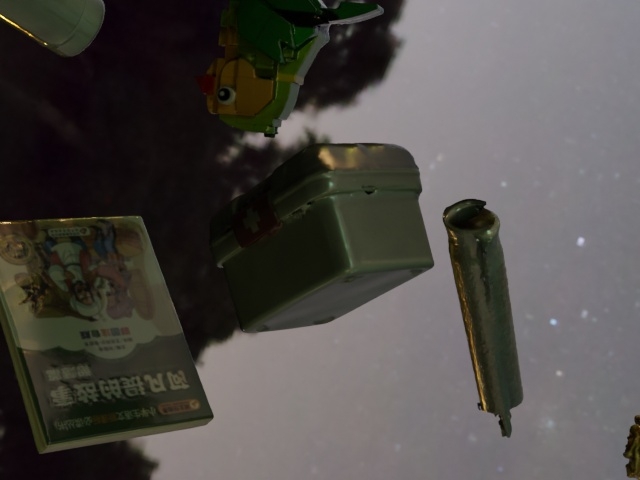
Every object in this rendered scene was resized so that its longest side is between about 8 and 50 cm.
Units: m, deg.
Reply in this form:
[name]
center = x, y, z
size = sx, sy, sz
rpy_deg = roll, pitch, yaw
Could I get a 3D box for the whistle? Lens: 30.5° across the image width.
[whistle]
center = 0.183, 0.094, 1.286
size = 0.068, 0.057, 0.326
rpy_deg = -85, 165, -48

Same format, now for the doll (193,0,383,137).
[doll]
center = -0.044, -0.194, 1.193
size = 0.186, 0.134, 0.106
rpy_deg = -56, 174, 10

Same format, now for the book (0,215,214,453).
[book]
center = -0.244, 0.091, 1.268
size = 0.027, 0.202, 0.264
rpy_deg = -45, -121, 42

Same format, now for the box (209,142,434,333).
[box]
center = 0.000, 0.000, 1.113
size = 0.210, 0.148, 0.129
rpy_deg = -32, -112, 48

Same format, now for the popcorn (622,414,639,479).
[popcorn]
center = 0.364, 0.230, 1.287
size = 0.082, 0.057, 0.083
rpy_deg = -48, 131, -43

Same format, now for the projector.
[projector]
center = -0.431, -0.355, 1.525
size = 0.108, 0.337, 0.108
rpy_deg = -13, -115, 30
